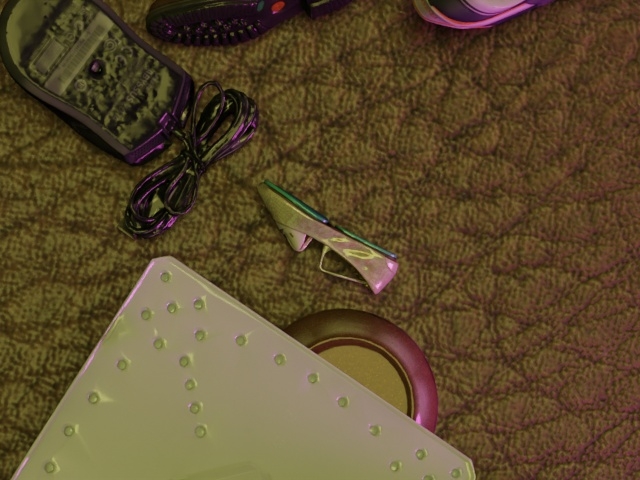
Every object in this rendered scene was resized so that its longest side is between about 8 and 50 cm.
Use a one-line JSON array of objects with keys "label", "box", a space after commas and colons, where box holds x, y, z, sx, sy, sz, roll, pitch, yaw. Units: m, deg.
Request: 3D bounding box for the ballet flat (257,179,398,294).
[{"label": "ballet flat", "box": [0.000, 0.000, 1.892, 0.168, 0.057, 0.052, 30, 91, -2]}]

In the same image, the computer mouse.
[{"label": "computer mouse", "box": [-0.216, -0.147, 1.879, 0.272, 0.072, 0.188, 43, 79, -13]}]

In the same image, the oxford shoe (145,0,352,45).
[{"label": "oxford shoe", "box": [-0.075, -0.264, 1.908, 0.227, 0.083, 0.096, -17, 64, -6]}]

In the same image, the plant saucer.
[{"label": "plant saucer", "box": [0.025, 0.167, 1.887, 0.198, 0.036, 0.198, 1, 84, -7]}]

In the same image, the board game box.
[{"label": "board game box", "box": [-0.099, 0.277, 1.767, 0.390, 0.050, 0.390, 35, 70, -10]}]

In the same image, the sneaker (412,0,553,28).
[{"label": "sneaker", "box": [0.228, -0.306, 1.924, 0.321, 0.127, 0.126, -22, 93, -33]}]
